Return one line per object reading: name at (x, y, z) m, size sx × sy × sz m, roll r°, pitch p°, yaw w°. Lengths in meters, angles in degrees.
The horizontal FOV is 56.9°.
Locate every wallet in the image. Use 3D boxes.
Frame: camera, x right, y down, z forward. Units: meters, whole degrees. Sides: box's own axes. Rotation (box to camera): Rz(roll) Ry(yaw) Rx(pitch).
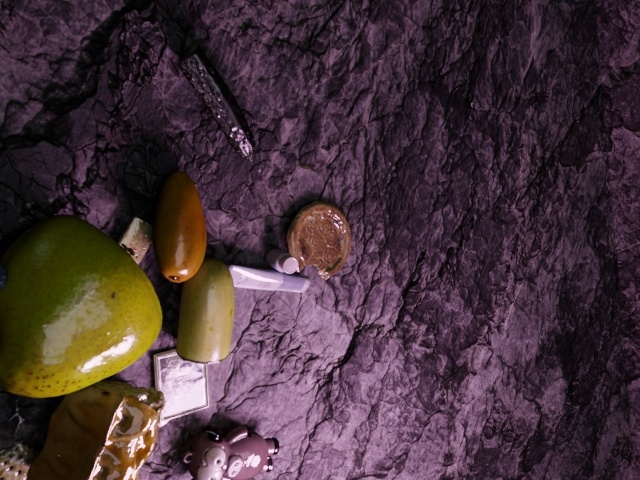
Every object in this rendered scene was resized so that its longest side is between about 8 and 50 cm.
wallet at (-0.399, 0.420, 1.457) m, size 0.044 × 0.011 × 0.083 m, roll -34°, pitch 118°, yaw -24°

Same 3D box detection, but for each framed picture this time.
framed picture at (-0.342, 0.353, 1.471) m, size 0.142 × 0.011 × 0.183 m, roll -9°, pitch 104°, yaw -37°

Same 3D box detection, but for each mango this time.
mango at (-0.317, -0.032, 1.332) m, size 0.138 × 0.113 × 0.253 m, roll 20°, pitch 68°, yaw -74°

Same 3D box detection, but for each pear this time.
pear at (-0.503, 0.159, 1.159) m, size 0.318 × 0.239 × 0.342 m, roll -48°, pitch 126°, yaw -38°

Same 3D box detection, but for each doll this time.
doll at (-0.237, 0.567, 1.543) m, size 0.258 × 0.117 × 0.181 m, roll 12°, pitch 100°, yaw -39°

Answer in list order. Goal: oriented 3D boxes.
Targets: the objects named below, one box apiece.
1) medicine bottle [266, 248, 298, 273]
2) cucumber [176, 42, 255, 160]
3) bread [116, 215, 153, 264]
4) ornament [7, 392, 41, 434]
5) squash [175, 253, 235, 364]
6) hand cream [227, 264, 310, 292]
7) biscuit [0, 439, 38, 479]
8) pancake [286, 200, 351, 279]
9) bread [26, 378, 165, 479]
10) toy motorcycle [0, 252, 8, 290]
medicine bottle at (-0.099, 0.054, 1.523) m, size 0.052 × 0.089 × 0.052 m, roll -9°, pitch 107°, yaw -33°
cucumber at (-0.224, -0.307, 1.360) m, size 0.072 × 0.072 × 0.300 m, roll -44°, pitch 123°, yaw -18°
bread at (-0.428, 0.022, 1.326) m, size 0.068 × 0.028 × 0.153 m, roll 35°, pitch 79°, yaw -34°
ornament at (-0.680, 0.306, 1.190) m, size 0.202 × 0.080 × 0.236 m, roll -42°, pitch 122°, yaw -24°
squash at (-0.270, 0.156, 1.405) m, size 0.133 × 0.133 × 0.246 m, roll -1°, pitch 103°, yaw -35°
hand cream at (-0.143, 0.100, 1.529) m, size 0.255 × 0.048 × 0.079 m, roll 8°, pitch 129°, yaw -37°
biscuit at (-0.656, 0.523, 1.291) m, size 0.144 × 0.016 × 0.203 m, roll -51°, pitch 118°, yaw -15°
pancake at (0.000, 0.000, 1.609) m, size 0.235 × 0.029 × 0.211 m, roll 10°, pitch 91°, yaw -42°
bread at (-0.478, 0.432, 1.285) m, size 0.239 × 0.196 × 0.251 m, roll 17°, pitch 83°, yaw -39°
toy motorcycle at (-0.658, 0.019, 1.092) m, size 0.118 × 0.212 × 0.084 m, roll -23°, pitch 159°, yaw -13°
